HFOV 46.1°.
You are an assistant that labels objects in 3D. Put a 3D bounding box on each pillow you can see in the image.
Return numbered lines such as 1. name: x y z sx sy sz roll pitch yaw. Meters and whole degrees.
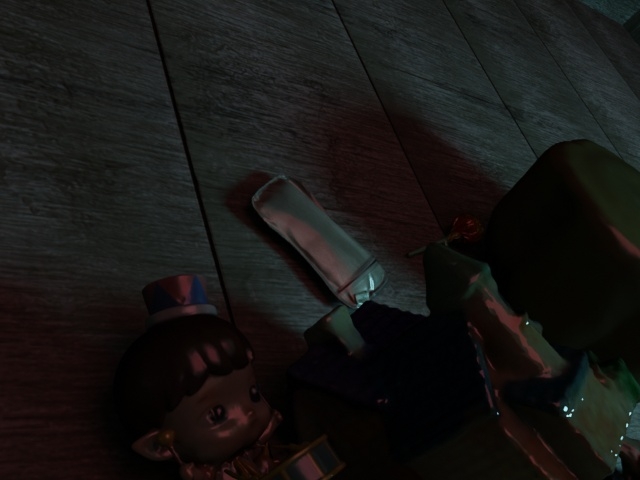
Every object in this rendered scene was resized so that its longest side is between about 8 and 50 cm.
1. pillow: 0.000 0.000 1.084 0.233 0.038 0.131 44 39 3

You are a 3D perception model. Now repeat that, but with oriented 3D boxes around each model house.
1. model house: 0.130 0.157 0.820 0.280 0.312 0.245 49 39 6

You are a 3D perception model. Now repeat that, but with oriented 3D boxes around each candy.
1. candy: 0.210 -0.002 1.285 0.201 0.060 0.060 -21 69 -42

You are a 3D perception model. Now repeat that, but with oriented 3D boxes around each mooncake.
1. mooncake: 0.517 0.046 1.333 0.467 0.262 0.467 26 36 -20

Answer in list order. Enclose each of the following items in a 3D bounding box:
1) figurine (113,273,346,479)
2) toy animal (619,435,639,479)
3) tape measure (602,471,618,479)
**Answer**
1. figurine: -0.102 0.161 0.724 0.275 0.158 0.161 51 27 10
2. toy animal: 0.483 0.340 1.164 0.214 0.094 0.186 42 40 -13
3. tape measure: 0.496 0.487 1.013 0.215 0.098 0.351 18 40 -28
